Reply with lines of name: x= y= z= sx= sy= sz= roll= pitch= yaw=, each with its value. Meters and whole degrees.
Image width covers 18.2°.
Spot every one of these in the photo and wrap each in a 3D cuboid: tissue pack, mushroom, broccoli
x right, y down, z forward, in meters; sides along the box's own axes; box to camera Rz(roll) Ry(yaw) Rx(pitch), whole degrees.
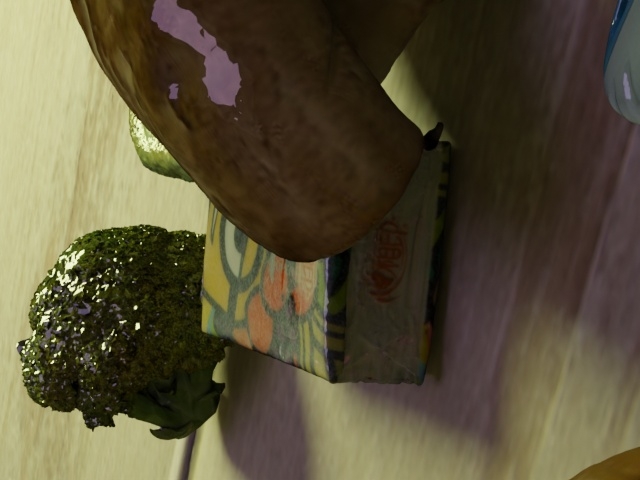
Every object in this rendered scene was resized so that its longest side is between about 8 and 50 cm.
tissue pack: x=0.000 y=0.000 z=0.907 sx=0.148 sy=0.060 sz=0.109 roll=-165 pitch=77 yaw=-64
mushroom: x=-0.038 y=-0.115 z=0.826 sx=0.156 sy=0.151 sz=0.286 roll=-45 pitch=28 yaw=26
broccoli: x=-0.096 y=0.049 z=1.062 sx=0.120 sy=0.131 sz=0.130 roll=57 pitch=166 yaw=-26

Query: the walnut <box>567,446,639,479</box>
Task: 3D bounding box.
walnut: x=0.120 y=0.132 z=0.500 sx=0.207 sy=0.167 sz=0.167 roll=-126 pitch=44 yaw=-65

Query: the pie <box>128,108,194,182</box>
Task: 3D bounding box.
pie: x=-0.067 y=-0.121 z=1.088 sx=0.187 sy=0.041 sz=0.187 roll=-178 pitch=90 yaw=-66

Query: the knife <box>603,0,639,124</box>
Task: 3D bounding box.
knife: x=0.139 y=-0.129 z=0.644 sx=0.064 sy=0.031 sz=0.222 roll=-110 pitch=33 yaw=-47
